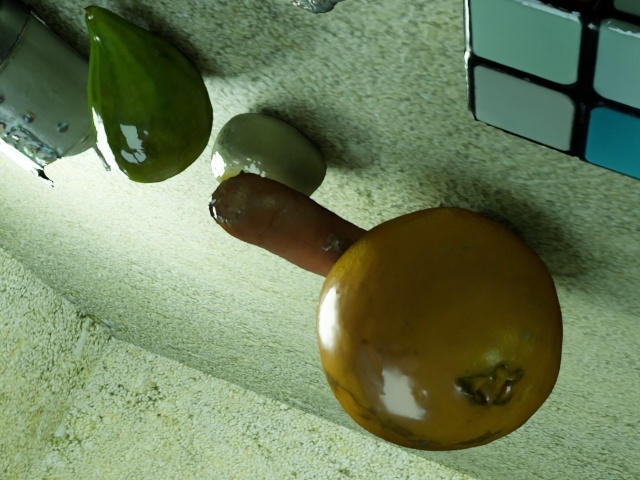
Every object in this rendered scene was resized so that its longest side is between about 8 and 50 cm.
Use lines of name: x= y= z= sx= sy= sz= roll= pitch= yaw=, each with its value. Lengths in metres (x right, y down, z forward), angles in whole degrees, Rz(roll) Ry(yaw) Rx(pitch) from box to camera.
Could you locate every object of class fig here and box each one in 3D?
fig: x=-0.215 y=-0.186 z=1.330 sx=0.167 sy=0.167 sz=0.233 roll=21 pitch=123 yaw=22

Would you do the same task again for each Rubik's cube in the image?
Rubik's cube: x=0.208 y=-0.163 z=0.695 sx=0.180 sy=0.183 sz=0.167 roll=21 pitch=161 yaw=18

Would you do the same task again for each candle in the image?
candle: x=-0.394 y=-0.196 z=1.479 sx=0.330 sy=0.187 sz=0.187 roll=41 pitch=158 yaw=-33

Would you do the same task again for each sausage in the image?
sausage: x=0.000 y=0.000 z=1.395 sx=0.094 sy=0.094 sz=0.419 roll=-15 pitch=156 yaw=30

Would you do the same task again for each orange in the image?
orange: x=0.145 y=0.109 z=1.305 sx=0.312 sy=0.312 sz=0.312 roll=26 pitch=161 yaw=10

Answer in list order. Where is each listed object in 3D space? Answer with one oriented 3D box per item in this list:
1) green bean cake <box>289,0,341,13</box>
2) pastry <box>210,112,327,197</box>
green bean cake: x=-0.015 y=-0.289 z=0.817 sx=0.199 sy=0.097 sz=0.233 roll=32 pitch=161 yaw=-13
pastry: x=-0.071 y=-0.101 z=1.399 sx=0.157 sy=0.092 sz=0.156 roll=17 pitch=163 yaw=6
